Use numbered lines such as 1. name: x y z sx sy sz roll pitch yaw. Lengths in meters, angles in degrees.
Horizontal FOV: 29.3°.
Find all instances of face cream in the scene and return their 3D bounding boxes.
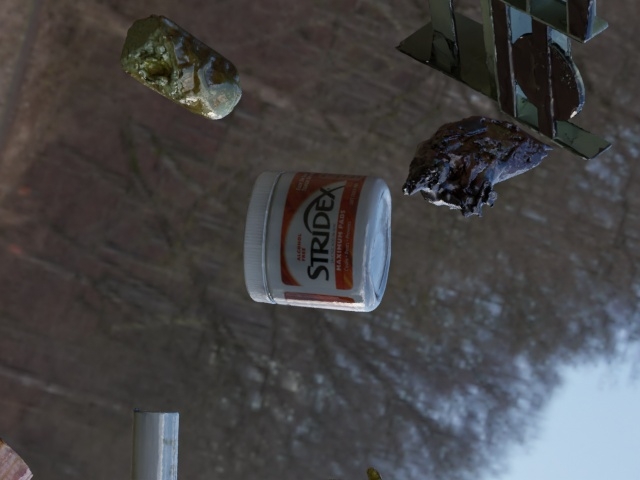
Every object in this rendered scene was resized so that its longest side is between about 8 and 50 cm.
1. face cream: 0.000 0.000 1.807 0.201 0.187 0.201 4 90 -78

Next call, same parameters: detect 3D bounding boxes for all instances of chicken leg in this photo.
1. chicken leg: 0.161 -0.083 1.285 0.234 0.105 0.063 -35 162 -51

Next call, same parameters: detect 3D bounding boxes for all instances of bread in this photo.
1. bread: -0.116 -0.146 1.063 0.060 0.110 0.066 -52 -147 8

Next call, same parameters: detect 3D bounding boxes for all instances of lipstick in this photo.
1. lipstick: -0.204 0.336 1.480 0.059 0.059 0.264 164 -71 -73

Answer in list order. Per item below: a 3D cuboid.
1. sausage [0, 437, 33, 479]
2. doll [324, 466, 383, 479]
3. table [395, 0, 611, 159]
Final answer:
1. sausage: -0.296 0.236 0.845 0.234 0.071 0.071 -56 -175 -29
2. doll: -0.020 0.436 1.816 0.141 0.296 0.117 46 -35 45
3. table: 0.108 -0.149 0.700 0.175 0.062 0.146 36 -28 39
